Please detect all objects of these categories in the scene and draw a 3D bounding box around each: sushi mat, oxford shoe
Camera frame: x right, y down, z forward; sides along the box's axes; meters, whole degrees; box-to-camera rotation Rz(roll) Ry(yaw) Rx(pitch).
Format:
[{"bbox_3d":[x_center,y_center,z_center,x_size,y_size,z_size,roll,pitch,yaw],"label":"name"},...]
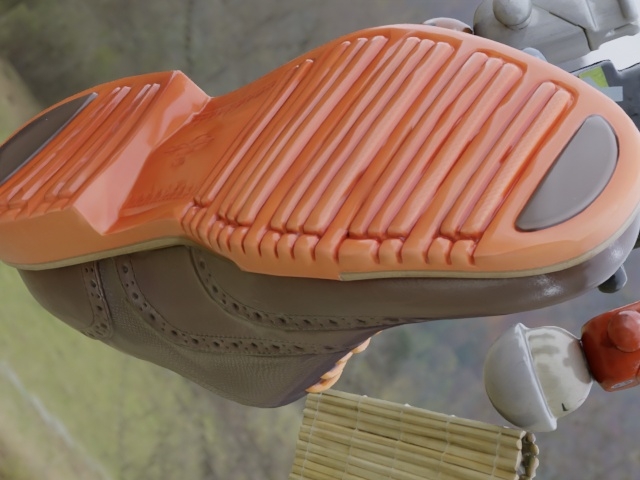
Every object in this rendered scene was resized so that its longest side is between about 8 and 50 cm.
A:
[{"bbox_3d":[0.037,0.172,1.081,0.019,0.151,0.316,18,-6,-21],"label":"sushi mat"},{"bbox_3d":[0.000,0.000,0.769,0.364,0.130,0.132,3,-44,48],"label":"oxford shoe"}]

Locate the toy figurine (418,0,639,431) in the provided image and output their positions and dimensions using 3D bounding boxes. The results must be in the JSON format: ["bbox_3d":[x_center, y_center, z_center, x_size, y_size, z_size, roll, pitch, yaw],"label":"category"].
[{"bbox_3d":[0.126,-0.028,0.983,0.213,0.148,0.209,-95,164,-56],"label":"toy figurine"}]
